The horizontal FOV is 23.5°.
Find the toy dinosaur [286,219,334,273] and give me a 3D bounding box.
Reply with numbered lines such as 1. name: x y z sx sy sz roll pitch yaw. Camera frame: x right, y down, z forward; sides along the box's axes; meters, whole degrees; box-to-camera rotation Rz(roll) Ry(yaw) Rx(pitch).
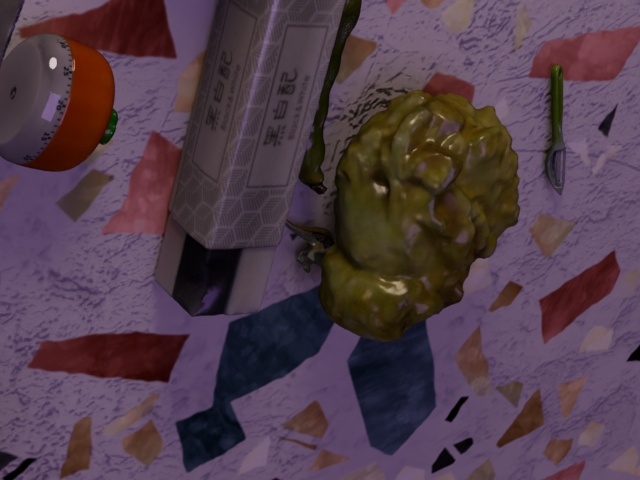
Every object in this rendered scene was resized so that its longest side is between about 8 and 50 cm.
1. toy dinosaur: -0.006 0.014 1.770 0.180 0.037 0.058 40 67 -52

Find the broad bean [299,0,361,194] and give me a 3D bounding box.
1. broad bean: 0.001 -0.166 1.645 0.052 0.053 0.256 -51 155 -59

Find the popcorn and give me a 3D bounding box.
1. popcorn: 0.121 -0.031 1.736 0.225 0.174 0.286 -4 115 -45

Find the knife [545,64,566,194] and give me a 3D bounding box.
1. knife: 0.292 -0.136 1.908 0.022 0.026 0.184 -61 152 -52

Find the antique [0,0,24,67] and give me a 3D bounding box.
1. antique: -0.339 -0.227 1.273 0.148 0.152 0.146 5 116 -42

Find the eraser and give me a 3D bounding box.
1. eraser: -0.074 -0.118 1.587 0.098 0.096 0.403 -3 119 -37

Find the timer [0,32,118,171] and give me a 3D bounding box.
1. timer: -0.244 -0.127 1.454 0.136 0.099 0.136 -28 145 -22
